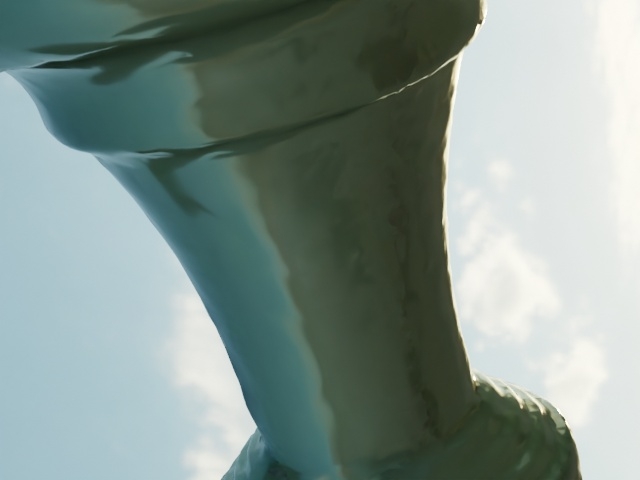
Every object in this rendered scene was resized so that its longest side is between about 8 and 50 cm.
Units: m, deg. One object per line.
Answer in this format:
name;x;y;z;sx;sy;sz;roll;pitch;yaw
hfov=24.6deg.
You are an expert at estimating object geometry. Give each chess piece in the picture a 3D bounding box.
chess piece;0.000;0.000;0.440;0.194;0.195;0.299;-45;-56;-52
